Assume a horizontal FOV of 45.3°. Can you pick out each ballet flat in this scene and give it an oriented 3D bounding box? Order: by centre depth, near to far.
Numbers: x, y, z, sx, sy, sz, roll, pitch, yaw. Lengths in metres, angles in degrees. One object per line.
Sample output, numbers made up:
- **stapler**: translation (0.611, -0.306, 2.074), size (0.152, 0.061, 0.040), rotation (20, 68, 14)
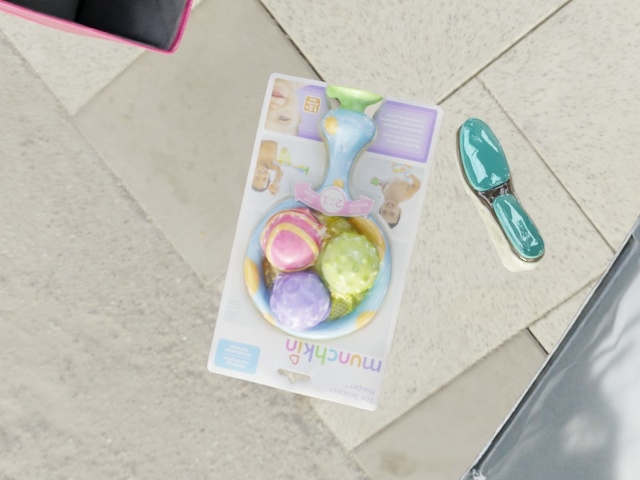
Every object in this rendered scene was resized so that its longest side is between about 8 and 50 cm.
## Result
- **ballet flat**: translation (0.172, -0.044, 0.783), size (0.057, 0.052, 0.168), rotation (-16, 76, -18)

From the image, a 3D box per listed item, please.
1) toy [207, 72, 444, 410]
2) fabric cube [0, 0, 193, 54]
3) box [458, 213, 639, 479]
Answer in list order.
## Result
- **toy**: translation (0.000, 0.000, 0.568), size (0.137, 0.056, 0.237), rotation (13, 90, 6)
- **fabric cube**: translation (-0.316, -0.387, 0.914), size (0.258, 0.259, 0.254), rotation (21, 99, 40)
- **box**: translation (0.327, 0.066, 0.561), size (0.212, 0.395, 0.293), rotation (39, 132, 22)
